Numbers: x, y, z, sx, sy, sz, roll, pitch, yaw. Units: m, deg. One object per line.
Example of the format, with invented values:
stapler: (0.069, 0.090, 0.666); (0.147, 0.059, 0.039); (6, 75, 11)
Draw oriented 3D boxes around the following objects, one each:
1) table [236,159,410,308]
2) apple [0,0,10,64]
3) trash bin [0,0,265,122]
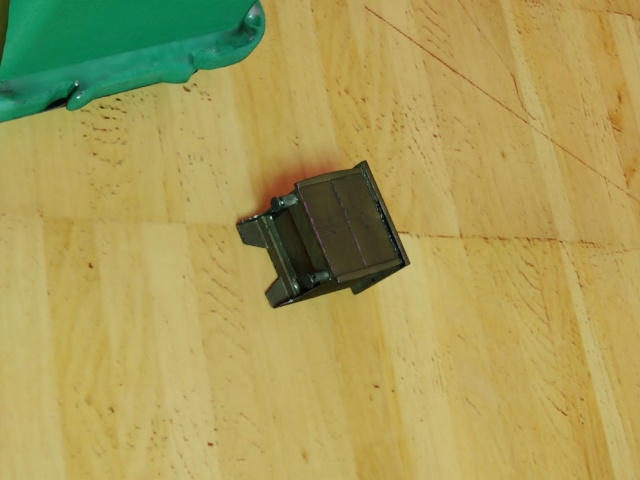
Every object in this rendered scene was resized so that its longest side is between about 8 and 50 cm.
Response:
table: (0.000, 0.000, 0.874); (0.082, 0.070, 0.083); (-16, 79, -37)
apple: (-0.346, -0.121, 0.478); (0.474, 0.474, 0.473); (14, 62, -28)
trash bin: (-0.130, -0.257, 0.709); (0.295, 0.381, 0.259); (-21, 80, -37)
